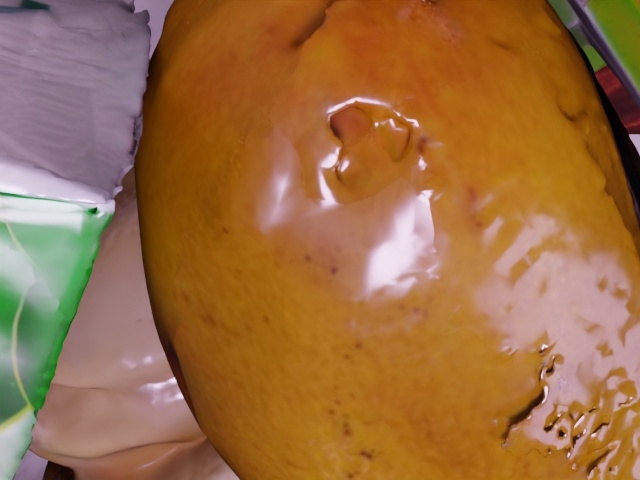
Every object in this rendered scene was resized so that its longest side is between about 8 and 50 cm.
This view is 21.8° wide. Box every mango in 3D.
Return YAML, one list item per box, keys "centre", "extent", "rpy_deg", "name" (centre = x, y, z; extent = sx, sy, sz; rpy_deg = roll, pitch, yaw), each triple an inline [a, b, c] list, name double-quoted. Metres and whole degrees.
- centre: [0.029, 0.019, 0.494]
  extent: [0.151, 0.156, 0.249]
  rpy_deg: [-35, 123, -13]
  name: "mango"

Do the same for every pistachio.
- centre: [0.000, 0.000, 0.652]
  extent: [0.293, 0.181, 0.162]
  rpy_deg: [-42, 114, -27]
  name: "pistachio"

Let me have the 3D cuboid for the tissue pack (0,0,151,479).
- centre: [-0.151, 0.027, 0.435]
  extent: [0.148, 0.156, 0.209]
  rpy_deg: [-92, -157, -64]
  name: "tissue pack"

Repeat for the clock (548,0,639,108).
- centre: [0.167, -0.140, 0.522]
  extent: [0.235, 0.309, 0.166]
  rpy_deg: [-34, 115, 10]
  name: "clock"

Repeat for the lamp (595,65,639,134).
- centre: [0.163, -0.118, 0.811]
  extent: [0.223, 0.215, 0.151]
  rpy_deg: [18, 76, -34]
  name: "lamp"
